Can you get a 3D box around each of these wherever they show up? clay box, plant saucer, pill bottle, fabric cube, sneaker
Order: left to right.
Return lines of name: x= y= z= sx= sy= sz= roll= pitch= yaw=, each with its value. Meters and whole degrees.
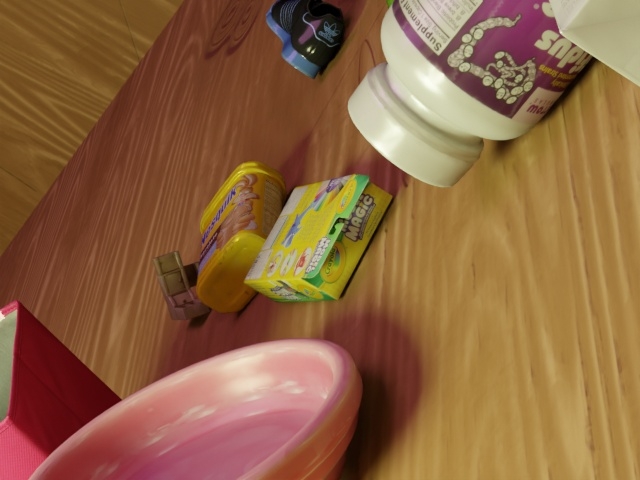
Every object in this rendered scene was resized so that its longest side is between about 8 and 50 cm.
fabric cube: x=-0.324 y=0.270 z=1.831 sx=0.254 sy=0.258 sz=0.259 roll=-38 pitch=24 yaw=12
plant saucer: x=-0.107 y=0.204 z=1.538 sx=0.332 sy=0.084 sz=0.332 roll=-23 pitch=16 yaw=7
sneaker: x=-0.013 y=-0.300 z=2.414 sx=0.090 sy=0.081 sz=0.232 roll=-51 pitch=24 yaw=15
clay box: x=0.000 y=0.000 z=1.855 sx=0.127 sy=0.053 sz=0.222 roll=-62 pitch=17 yaw=-12
pill bottle: x=0.159 y=-0.195 z=1.525 sx=0.301 sy=0.169 sz=0.169 roll=-52 pitch=17 yaw=24

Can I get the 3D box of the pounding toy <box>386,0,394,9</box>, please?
pounding toy: x=0.113 y=-0.353 z=2.061 sx=0.183 sy=0.110 sz=0.237 roll=-58 pitch=15 yaw=4

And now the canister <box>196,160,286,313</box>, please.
canister: x=-0.096 y=-0.004 z=2.118 sx=0.126 sy=0.073 sz=0.170 roll=-51 pitch=19 yaw=25

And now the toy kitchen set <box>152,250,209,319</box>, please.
toy kitchen set: x=-0.163 y=0.052 z=2.236 sx=0.068 sy=0.083 sz=0.075 roll=-20 pitch=5 yaw=-19

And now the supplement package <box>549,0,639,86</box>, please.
supplement package: x=0.273 y=-0.221 z=1.259 sx=0.194 sy=0.149 sz=0.203 roll=-52 pitch=17 yaw=22
